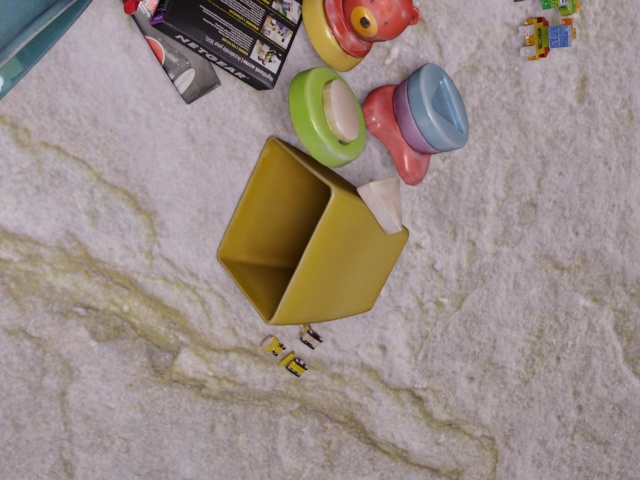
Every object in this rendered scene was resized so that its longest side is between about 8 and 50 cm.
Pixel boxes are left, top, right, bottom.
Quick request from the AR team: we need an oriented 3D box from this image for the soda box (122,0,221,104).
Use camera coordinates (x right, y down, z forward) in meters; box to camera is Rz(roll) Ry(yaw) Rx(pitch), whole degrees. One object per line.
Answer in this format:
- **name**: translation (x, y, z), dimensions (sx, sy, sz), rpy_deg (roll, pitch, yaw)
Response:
- **soda box**: translation (-0.201, -0.270, 1.019), dimensions (0.060, 0.053, 0.168), rpy_deg (-32, 118, -2)

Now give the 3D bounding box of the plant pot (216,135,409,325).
- **plant pot**: translation (0.000, 0.000, 1.128), dimensions (0.187, 0.212, 0.212), rpy_deg (16, 108, -36)

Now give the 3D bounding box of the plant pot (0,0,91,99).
- **plant pot**: translation (-0.470, -0.275, 0.792), dimensions (0.341, 0.341, 0.334), rpy_deg (-44, 111, 4)

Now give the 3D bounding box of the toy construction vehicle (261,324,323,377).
- **toy construction vehicle**: translation (-0.045, 0.173, 1.281), dimensions (0.098, 0.035, 0.086), rpy_deg (37, 109, -25)

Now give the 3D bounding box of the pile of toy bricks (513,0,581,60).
- **pile of toy bricks**: translation (0.357, -0.381, 1.130), dimensions (0.105, 0.118, 0.212), rpy_deg (-25, 113, -43)

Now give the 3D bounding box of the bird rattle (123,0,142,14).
- **bird rattle**: translation (-0.139, -0.349, 0.842), dimensions (0.143, 0.207, 0.253), rpy_deg (24, 88, 12)

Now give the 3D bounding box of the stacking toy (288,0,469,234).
- **stacking toy**: translation (0.100, -0.190, 1.019), dimensions (0.131, 0.279, 0.309), rpy_deg (-19, 130, 35)

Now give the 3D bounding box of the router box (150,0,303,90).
- **router box**: translation (-0.116, -0.298, 1.000), dimensions (0.179, 0.046, 0.133), rpy_deg (27, 81, -34)
